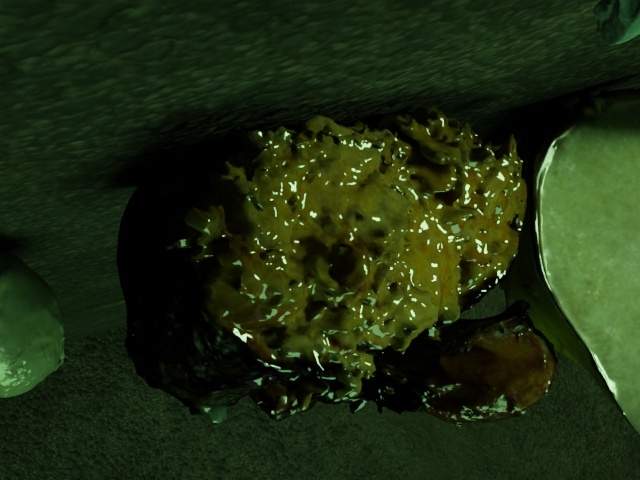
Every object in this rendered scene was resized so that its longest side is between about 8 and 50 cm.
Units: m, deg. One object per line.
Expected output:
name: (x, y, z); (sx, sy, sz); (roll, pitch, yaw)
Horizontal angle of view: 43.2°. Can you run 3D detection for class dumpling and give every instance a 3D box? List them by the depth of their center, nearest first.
dumpling: (-0.309, 0.071, 0.693); (0.166, 0.126, 0.216); (-1, 179, 4)

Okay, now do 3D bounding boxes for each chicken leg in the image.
chicken leg: (0.070, 0.126, 0.774); (0.304, 0.093, 0.113); (-6, -143, 12)

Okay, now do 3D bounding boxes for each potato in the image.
potato: (0.338, 0.041, 0.862); (0.290, 0.397, 0.296); (-35, 172, -7)

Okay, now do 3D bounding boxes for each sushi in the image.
sushi: (0.023, 0.024, 0.626); (0.348, 0.234, 0.207); (-18, 177, -40)

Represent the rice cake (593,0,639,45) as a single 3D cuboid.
rice cake: (0.174, -0.138, 0.398); (0.042, 0.030, 0.180); (-29, 175, -1)
